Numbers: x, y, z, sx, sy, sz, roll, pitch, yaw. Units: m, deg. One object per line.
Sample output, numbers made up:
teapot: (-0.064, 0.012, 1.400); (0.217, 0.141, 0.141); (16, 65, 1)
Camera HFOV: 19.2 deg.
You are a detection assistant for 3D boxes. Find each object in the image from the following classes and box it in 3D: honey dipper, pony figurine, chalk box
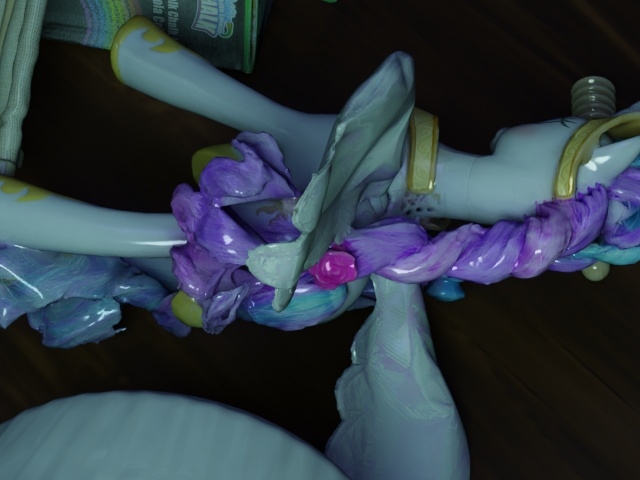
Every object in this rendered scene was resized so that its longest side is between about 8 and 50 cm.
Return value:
honey dipper: (0.176, -0.038, 1.211); (0.030, 0.030, 0.161); (5, 51, 0)
pony figurine: (0.000, 0.000, 1.030); (0.363, 0.303, 0.351); (7, 37, 23)
chalk box: (-0.088, -0.209, 1.277); (0.213, 0.132, 0.132); (9, 48, 3)

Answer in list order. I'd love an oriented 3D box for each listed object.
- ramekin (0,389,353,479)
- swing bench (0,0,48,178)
ramekin: (-0.076, 0.186, 0.837); (0.272, 0.273, 0.127); (12, 36, 7)
swing bench: (-0.287, -0.173, 1.120); (0.254, 0.165, 0.253); (14, 83, -23)
